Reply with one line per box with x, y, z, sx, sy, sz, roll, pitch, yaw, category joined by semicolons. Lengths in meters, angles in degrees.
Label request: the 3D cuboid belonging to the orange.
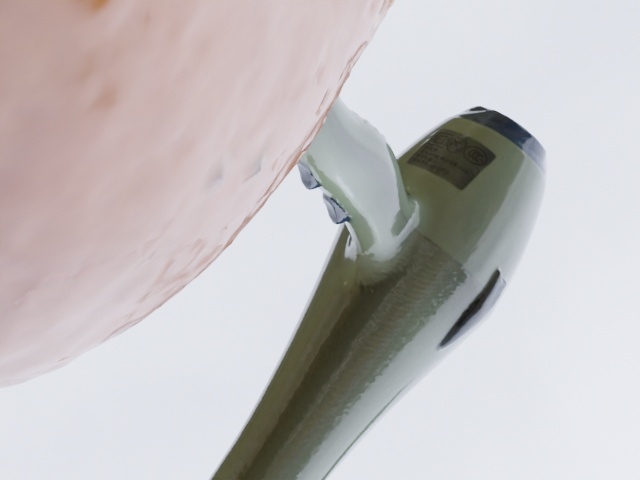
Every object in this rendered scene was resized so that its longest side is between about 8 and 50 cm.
-0.134;-0.166;0.524;0.326;0.424;0.424;18;-119;16;orange

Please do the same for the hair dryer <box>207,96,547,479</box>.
-0.004;0.038;1.047;0.119;0.298;0.296;26;-85;36;hair dryer
